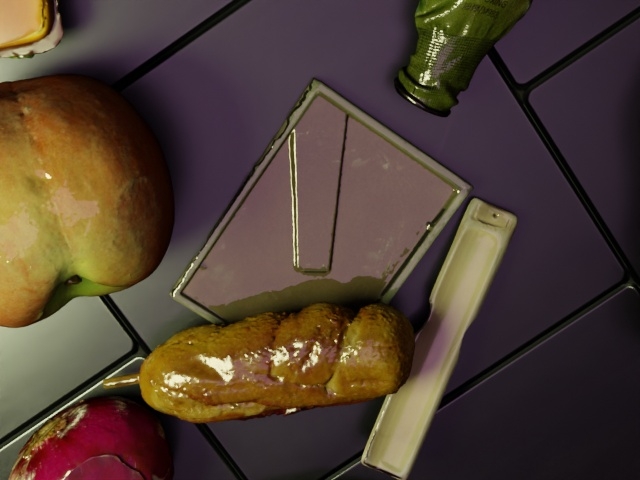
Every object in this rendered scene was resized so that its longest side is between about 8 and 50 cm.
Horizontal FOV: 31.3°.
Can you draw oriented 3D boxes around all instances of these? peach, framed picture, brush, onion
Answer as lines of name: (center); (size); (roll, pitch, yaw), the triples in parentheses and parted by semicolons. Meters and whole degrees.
peach: (-0.273, -0.044, 1.125); (0.252, 0.252, 0.253); (-1, 103, -3)
framed picture: (0.000, 0.000, 1.256); (0.213, 0.016, 0.289); (33, 99, -9)
brush: (0.131, 0.109, 1.276); (0.060, 0.050, 0.321); (23, 93, -5)
onion: (-0.231, 0.288, 1.255); (0.195, 0.140, 0.218); (-39, 105, -1)

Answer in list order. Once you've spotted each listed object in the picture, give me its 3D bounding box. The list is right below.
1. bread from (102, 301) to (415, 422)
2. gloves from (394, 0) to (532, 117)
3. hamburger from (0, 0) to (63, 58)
bread: (-0.067, 0.139, 1.231); (0.344, 0.084, 0.124); (-8, 101, 4)
gloves: (0.162, -0.256, 1.168); (0.135, 0.107, 0.268); (13, 101, -38)
hamburger: (-0.316, -0.264, 1.143); (0.137, 0.087, 0.166); (-7, 104, -2)
